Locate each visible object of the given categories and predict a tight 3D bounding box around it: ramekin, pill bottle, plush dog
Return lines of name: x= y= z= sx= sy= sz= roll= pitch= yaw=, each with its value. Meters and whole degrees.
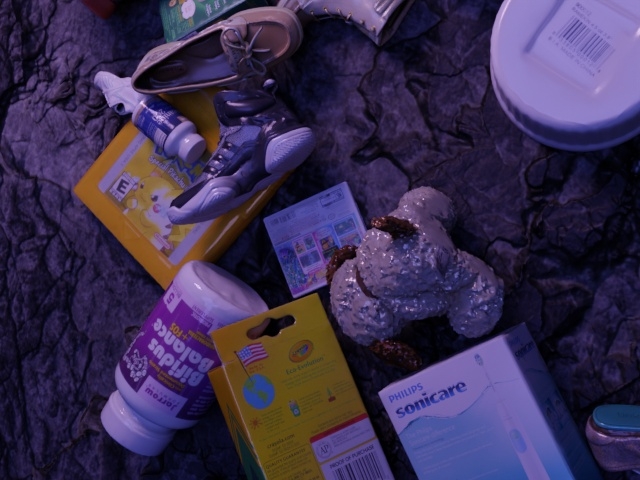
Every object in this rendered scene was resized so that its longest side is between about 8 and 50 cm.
ramekin: x=0.371 y=-0.270 z=1.205 sx=0.277 sy=0.135 sz=0.277 roll=0 pitch=90 yaw=19
pill bottle: x=-0.227 y=0.196 z=1.389 sx=0.169 sy=0.169 sz=0.302 roll=37 pitch=101 yaw=15
plush dog: x=0.103 y=0.061 z=1.244 sx=0.225 sy=0.210 sz=0.262 roll=-51 pitch=49 yaw=29
pill bottle: x=-0.246 y=-0.181 z=1.401 sx=0.120 sy=0.067 sz=0.067 roll=40 pitch=102 yaw=14

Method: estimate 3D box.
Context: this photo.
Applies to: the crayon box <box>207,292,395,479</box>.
crayon box: x=-0.038 y=0.262 z=1.311 sx=0.081 sy=0.202 sz=0.319 roll=-35 pitch=75 yaw=60

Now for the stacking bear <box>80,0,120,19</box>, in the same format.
stacking bear: x=-0.307 y=-0.524 z=1.429 sx=0.289 sy=0.175 sz=0.164 roll=-39 pitch=76 yaw=7

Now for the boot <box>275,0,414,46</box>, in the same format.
boot: x=0.032 y=-0.358 z=1.352 sx=0.165 sy=0.077 sz=0.213 roll=45 pitch=103 yaw=11

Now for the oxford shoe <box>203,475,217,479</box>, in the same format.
oxford shoe: x=-0.188 y=0.518 z=1.422 sx=0.096 sy=0.083 sz=0.227 roll=20 pitch=97 yaw=13

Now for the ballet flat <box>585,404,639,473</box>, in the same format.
ballet flat: x=0.533 y=0.287 z=1.180 sx=0.315 sy=0.107 sz=0.106 roll=0 pitch=110 yaw=24

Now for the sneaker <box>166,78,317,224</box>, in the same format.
sneaker: x=-0.149 y=-0.142 z=1.356 sx=0.268 sy=0.101 sz=0.153 roll=-32 pitch=79 yaw=8

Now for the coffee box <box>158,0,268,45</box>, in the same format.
coffee box: x=-0.180 y=-0.394 z=1.420 sx=0.184 sy=0.040 sz=0.113 roll=-27 pitch=56 yaw=16

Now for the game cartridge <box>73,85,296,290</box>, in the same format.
game cartridge: x=-0.233 y=-0.111 z=1.453 sx=0.285 sy=0.052 sz=0.324 roll=44 pitch=103 yaw=14

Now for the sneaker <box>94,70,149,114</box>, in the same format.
sneaker: x=-0.350 y=-0.252 z=1.466 sx=0.152 sy=0.053 sz=0.061 roll=21 pitch=87 yaw=44

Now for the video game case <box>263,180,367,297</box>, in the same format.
video game case: x=0.000 y=0.000 z=1.391 sx=0.157 sy=0.019 sz=0.143 roll=-24 pitch=83 yaw=16

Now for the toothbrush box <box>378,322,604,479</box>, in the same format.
toothbrush box: x=0.253 y=0.300 z=1.233 sx=0.216 sy=0.126 sz=0.296 roll=-31 pitch=81 yaw=27

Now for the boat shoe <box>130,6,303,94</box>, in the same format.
boat shoe: x=-0.163 y=-0.287 z=1.354 sx=0.285 sy=0.089 sz=0.105 roll=-17 pitch=113 yaw=18
